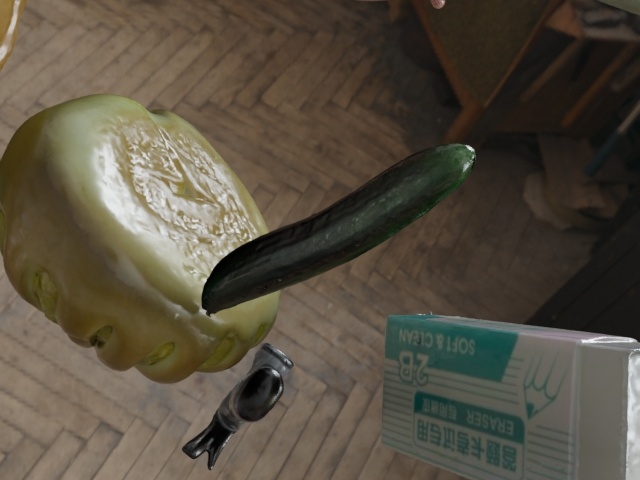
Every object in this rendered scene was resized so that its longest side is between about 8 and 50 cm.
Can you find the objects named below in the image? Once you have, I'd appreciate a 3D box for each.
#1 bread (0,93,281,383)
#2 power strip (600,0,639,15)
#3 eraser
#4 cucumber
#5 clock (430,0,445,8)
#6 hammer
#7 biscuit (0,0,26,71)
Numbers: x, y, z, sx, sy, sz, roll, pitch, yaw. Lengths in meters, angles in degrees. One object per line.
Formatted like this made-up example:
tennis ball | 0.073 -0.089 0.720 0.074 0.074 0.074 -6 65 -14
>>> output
bread | -0.114 0.003 0.591 0.213 0.104 0.213 44 22 -23
power strip | 0.352 -0.371 1.166 0.270 0.046 0.118 22 90 7
eraser | 0.115 0.099 0.560 0.052 0.225 0.096 3 89 -29
cucumber | 0.000 0.000 0.461 0.033 0.184 0.036 49 33 -23
clock | 0.049 -0.324 0.815 0.241 0.227 0.142 17 27 -1
hammer | -0.065 0.141 0.847 0.044 0.427 0.152 38 74 2
biscuit | -0.328 -0.208 0.677 0.057 0.312 0.351 14 59 19
